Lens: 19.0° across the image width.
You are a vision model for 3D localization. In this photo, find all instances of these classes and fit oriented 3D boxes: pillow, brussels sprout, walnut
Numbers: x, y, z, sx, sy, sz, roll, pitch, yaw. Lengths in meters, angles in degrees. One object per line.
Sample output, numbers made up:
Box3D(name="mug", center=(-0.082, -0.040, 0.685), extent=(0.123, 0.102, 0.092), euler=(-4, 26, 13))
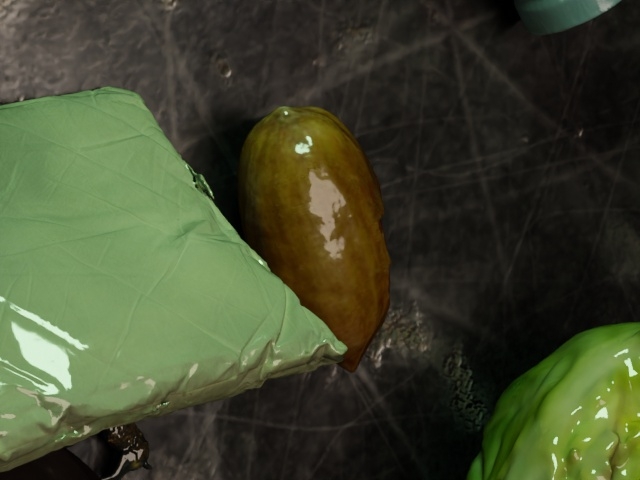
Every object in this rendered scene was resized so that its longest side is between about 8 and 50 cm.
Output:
Box3D(name="pillow", center=(-0.169, 0.017, 1.205), extent=(0.274, 0.281, 0.076), euler=(-14, 140, -35))
Box3D(name="brussels sprout", center=(0.233, 0.210, 1.444), extent=(0.268, 0.344, 0.344), euler=(37, 67, 10))
Box3D(name="walnut", center=(0.000, 0.000, 1.385), extent=(0.116, 0.116, 0.207), euler=(-24, 106, -31))

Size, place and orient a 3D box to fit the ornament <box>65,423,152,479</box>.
Box3D(name="ornament", center=(-0.131, 0.127, 1.350), extent=(0.125, 0.028, 0.073), euler=(-33, 109, -27))

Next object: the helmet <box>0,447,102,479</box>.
Box3D(name="helmet", center=(-0.210, 0.201, 1.151), extent=(0.305, 0.177, 0.225), euler=(62, 28, -4))

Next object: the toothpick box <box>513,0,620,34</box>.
Box3D(name="toothpick box", center=(0.172, -0.250, 1.494), extent=(0.101, 0.101, 0.153), euler=(-41, 115, -26))
